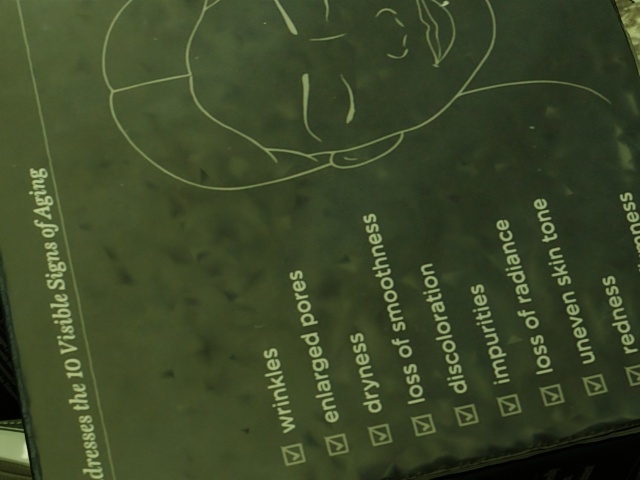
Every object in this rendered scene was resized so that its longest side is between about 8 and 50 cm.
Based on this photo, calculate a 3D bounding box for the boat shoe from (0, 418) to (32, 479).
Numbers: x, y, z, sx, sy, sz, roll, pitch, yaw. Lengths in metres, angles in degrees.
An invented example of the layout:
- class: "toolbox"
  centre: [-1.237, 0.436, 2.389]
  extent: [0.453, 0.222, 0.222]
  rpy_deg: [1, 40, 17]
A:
- class: "boat shoe"
  centre: [-0.191, 0.203, 1.802]
  extent: [0.335, 0.121, 0.119]
  rpy_deg: [6, 49, 13]

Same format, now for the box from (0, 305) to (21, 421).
- class: "box"
  centre: [-0.289, -0.008, 1.838]
  extent: [0.312, 0.343, 0.179]
  rpy_deg: [-27, 49, 0]

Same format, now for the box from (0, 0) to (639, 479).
- class: "box"
  centre: [0.000, 0.000, 1.455]
  extent: [0.472, 0.297, 0.480]
  rpy_deg: [-11, 68, -6]
